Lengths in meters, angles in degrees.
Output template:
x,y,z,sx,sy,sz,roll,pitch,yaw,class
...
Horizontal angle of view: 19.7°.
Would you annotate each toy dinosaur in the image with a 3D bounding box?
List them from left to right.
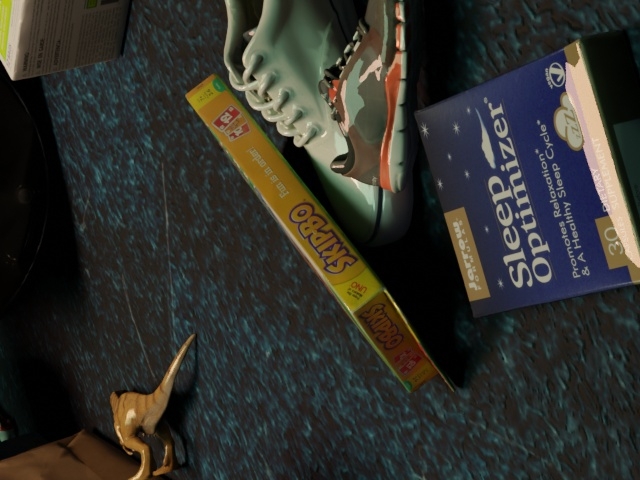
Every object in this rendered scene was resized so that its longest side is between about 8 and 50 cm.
x,y,z,sx,sy,sz,roll,pitch,yaw,class
-0.163,0.162,1.697,0.211,0.064,0.112,-25,80,63,toy dinosaur

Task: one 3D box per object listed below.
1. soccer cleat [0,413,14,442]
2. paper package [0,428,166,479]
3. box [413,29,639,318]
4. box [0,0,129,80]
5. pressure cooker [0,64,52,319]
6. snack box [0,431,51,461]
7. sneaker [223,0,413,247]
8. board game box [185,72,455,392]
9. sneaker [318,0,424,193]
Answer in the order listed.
x,y,z,sx,sy,sz,roll,pitch,yaw,class
-0.389,0.218,2.199,0.083,0.029,0.035,27,123,50,soccer cleat
-0.217,0.384,1.806,0.309,0.168,0.324,19,121,60,paper package
0.121,-0.029,1.085,0.225,0.036,0.136,-19,87,64,box
-0.254,-0.254,1.603,0.203,0.103,0.114,57,148,30,box
-0.501,-0.047,1.913,0.420,0.376,0.369,5,93,62,pressure cooker
-0.296,0.335,2.036,0.174,0.070,0.207,22,122,59,snack box
-0.017,-0.112,1.237,0.094,0.091,0.258,-27,82,63,sneaker
0.000,0.000,1.270,0.259,0.039,0.124,49,177,37,board game box
0.028,-0.105,1.157,0.061,0.065,0.158,-53,-33,-66,sneaker
